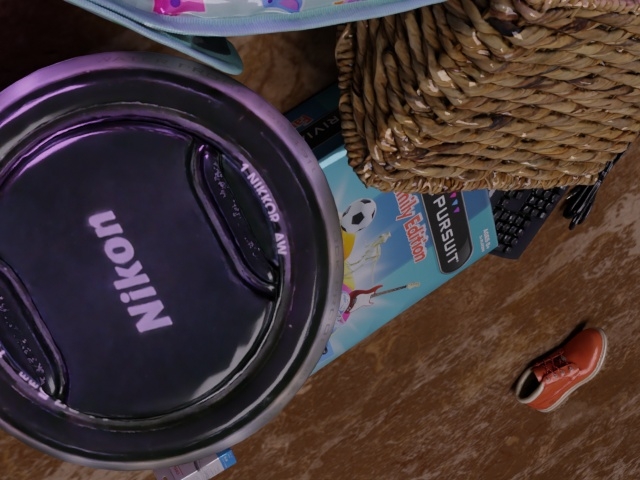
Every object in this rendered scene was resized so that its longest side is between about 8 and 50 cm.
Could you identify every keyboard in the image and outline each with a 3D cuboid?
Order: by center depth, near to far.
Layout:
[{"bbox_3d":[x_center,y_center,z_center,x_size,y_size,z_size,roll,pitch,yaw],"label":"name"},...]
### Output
[{"bbox_3d":[0.298,-0.109,1.024,0.201,0.033,0.317,10,120,-43],"label":"keyboard"}]

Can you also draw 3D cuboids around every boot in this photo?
[{"bbox_3d":[0.349,0.185,1.311,0.085,0.059,0.158,21,112,-41],"label":"boot"}]

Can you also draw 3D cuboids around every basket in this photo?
[{"bbox_3d":[0.151,-0.182,0.721,0.299,0.213,0.223,-6,151,-35],"label":"basket"}]

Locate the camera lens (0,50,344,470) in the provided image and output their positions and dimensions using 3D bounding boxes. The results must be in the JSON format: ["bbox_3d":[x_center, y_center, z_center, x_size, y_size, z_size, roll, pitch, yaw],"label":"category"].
[{"bbox_3d":[-0.108,0.004,0.568,0.219,0.274,0.219,-1,95,-7],"label":"camera lens"}]

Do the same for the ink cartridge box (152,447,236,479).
[{"bbox_3d":[-0.140,0.238,0.976,0.083,0.048,0.028,-29,139,-15],"label":"ink cartridge box"}]

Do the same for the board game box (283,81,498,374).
[{"bbox_3d":[0.000,0.000,0.848,0.336,0.079,0.254,-34,140,-9],"label":"board game box"}]

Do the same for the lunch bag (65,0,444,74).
[{"bbox_3d":[-0.069,-0.201,0.498,0.262,0.223,0.160,-22,129,-21],"label":"lunch bag"}]
